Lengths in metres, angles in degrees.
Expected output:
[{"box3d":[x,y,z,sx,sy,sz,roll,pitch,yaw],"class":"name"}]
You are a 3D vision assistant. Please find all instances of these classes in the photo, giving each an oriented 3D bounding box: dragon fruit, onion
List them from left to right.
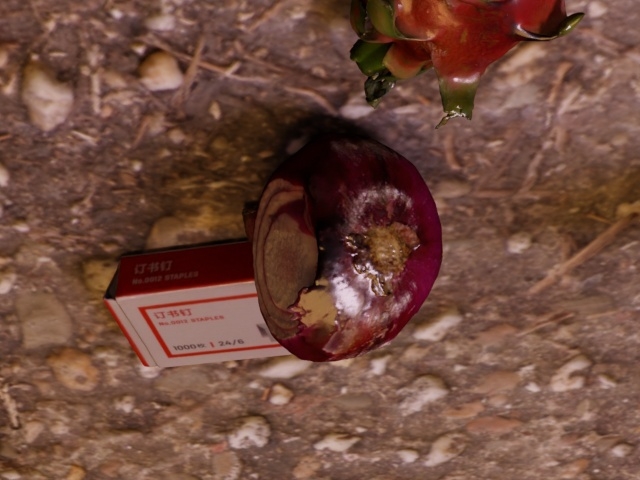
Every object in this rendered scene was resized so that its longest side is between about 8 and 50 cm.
[{"box3d":[0.015,0.002,1.236,0.135,0.173,0.198,6,-172,-22],"class":"onion"},{"box3d":[0.079,-0.154,1.011,0.135,0.137,0.236,25,130,-15],"class":"dragon fruit"}]

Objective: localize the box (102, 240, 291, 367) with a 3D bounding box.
[{"box3d":[-0.060,0.052,1.369,0.229,0.050,0.123,-7,142,12],"class":"box"}]
